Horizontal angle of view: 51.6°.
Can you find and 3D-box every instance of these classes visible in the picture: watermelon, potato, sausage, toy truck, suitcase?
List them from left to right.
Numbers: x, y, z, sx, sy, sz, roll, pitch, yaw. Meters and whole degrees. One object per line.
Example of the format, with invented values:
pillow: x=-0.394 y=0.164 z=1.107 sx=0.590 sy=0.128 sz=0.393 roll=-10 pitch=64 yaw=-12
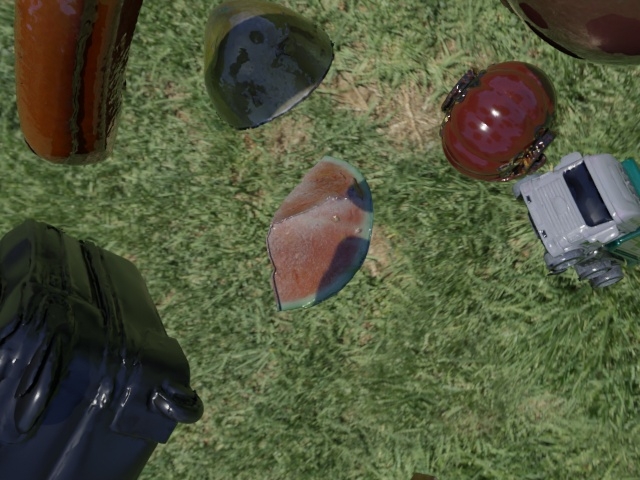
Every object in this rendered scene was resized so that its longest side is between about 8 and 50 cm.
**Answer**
suitcase: x=-0.290 y=0.178 z=0.642 sx=0.345 sy=0.188 sz=0.339 roll=-61 pitch=29 yaw=7
sausage: x=-0.217 y=-0.173 z=0.578 sx=0.102 sy=0.102 sz=0.330 roll=51 pitch=143 yaw=11
potato: x=-0.091 y=-0.247 z=0.842 sx=0.182 sy=0.117 sz=0.202 roll=-35 pitch=42 yaw=10
watermelon: x=0.033 y=-0.007 z=1.606 sx=0.222 sy=0.319 sz=0.292 roll=7 pitch=125 yaw=32
toy truck: x=0.317 y=-0.023 z=0.739 sx=0.124 sy=0.253 sz=0.114 roll=-31 pitch=65 yaw=29

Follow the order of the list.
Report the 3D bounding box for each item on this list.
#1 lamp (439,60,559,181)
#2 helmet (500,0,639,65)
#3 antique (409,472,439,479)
lamp: x=0.323 y=-0.208 z=1.180 sx=0.227 sy=0.227 sz=0.226 roll=1 pitch=94 yaw=21
helmet: x=0.296 y=-0.287 z=0.598 sx=0.338 sy=0.384 sz=0.230 roll=3 pitch=51 yaw=8
antique: x=0.151 y=0.614 z=1.304 sx=0.093 sy=0.087 sz=0.310 roll=44 pitch=68 yaw=-5
